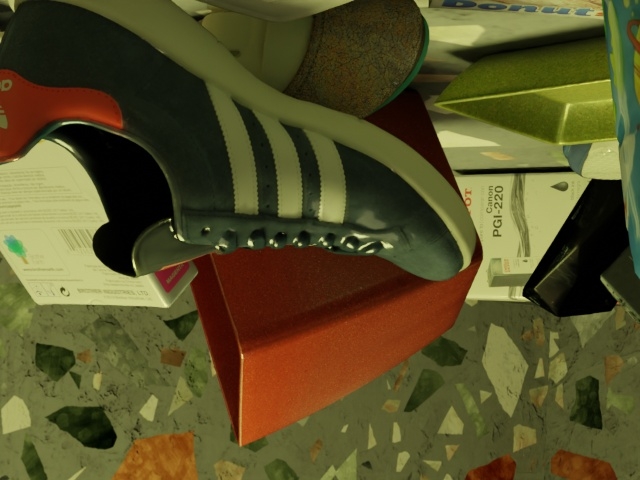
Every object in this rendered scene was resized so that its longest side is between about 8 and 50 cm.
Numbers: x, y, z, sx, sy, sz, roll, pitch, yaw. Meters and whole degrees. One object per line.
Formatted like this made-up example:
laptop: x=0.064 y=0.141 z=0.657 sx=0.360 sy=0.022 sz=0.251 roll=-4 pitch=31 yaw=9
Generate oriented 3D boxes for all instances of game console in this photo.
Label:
game console: x=0.397 y=-0.012 z=1.366 sx=0.361 sy=0.213 sz=0.044 roll=-2 pitch=-138 yaw=-37

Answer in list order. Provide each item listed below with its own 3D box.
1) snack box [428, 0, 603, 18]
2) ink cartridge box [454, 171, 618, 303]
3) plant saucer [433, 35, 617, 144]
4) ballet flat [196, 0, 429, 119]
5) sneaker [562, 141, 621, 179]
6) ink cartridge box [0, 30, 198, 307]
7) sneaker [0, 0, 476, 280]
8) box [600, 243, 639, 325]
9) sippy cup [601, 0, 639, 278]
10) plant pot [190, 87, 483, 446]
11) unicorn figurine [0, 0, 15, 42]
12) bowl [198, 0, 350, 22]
snack box: x=0.161 y=-0.161 z=0.781 sx=0.178 sy=0.022 sz=0.064 roll=3 pitch=175 yaw=-1
ink cartridge box: x=0.270 y=-0.003 z=1.505 sx=0.217 sy=0.159 sz=0.092 roll=0 pitch=176 yaw=31
plant saucer: x=0.221 y=-0.122 z=0.992 sx=0.188 sy=0.045 sz=0.188 roll=-2 pitch=172 yaw=43
ballet flat: x=-0.059 y=-0.126 z=0.885 sx=0.106 sy=0.108 sz=0.316 roll=17 pitch=166 yaw=-35
sneaker: x=0.348 y=-0.060 z=1.103 sx=0.296 sy=0.131 sz=0.111 roll=-1 pitch=174 yaw=43
ink cartridge box: x=-0.251 y=-0.075 z=1.059 sx=0.185 sy=0.065 sz=0.311 roll=-1 pitch=131 yaw=39
sneaker: x=-0.056 y=-0.025 z=0.778 sx=0.350 sy=0.148 sz=0.131 roll=28 pitch=162 yaw=-25
box: x=0.424 y=0.012 z=1.284 sx=0.153 sy=0.207 sz=0.108 roll=13 pitch=-148 yaw=-48
sippy cup: x=0.231 y=-0.081 z=0.556 sx=0.305 sy=0.224 sz=0.240 roll=10 pitch=170 yaw=-43
plant pot: x=0.000 y=0.000 z=1.134 sx=0.235 sy=0.267 sz=0.267 roll=-15 pitch=156 yaw=-11
unicorn figurine: x=-0.187 y=-0.162 z=0.794 sx=0.111 sy=0.060 sz=0.162 roll=4 pitch=174 yaw=4
bowl: x=-0.032 y=-0.168 z=0.702 sx=0.142 sy=0.053 sz=0.142 roll=11 pitch=170 yaw=-38
